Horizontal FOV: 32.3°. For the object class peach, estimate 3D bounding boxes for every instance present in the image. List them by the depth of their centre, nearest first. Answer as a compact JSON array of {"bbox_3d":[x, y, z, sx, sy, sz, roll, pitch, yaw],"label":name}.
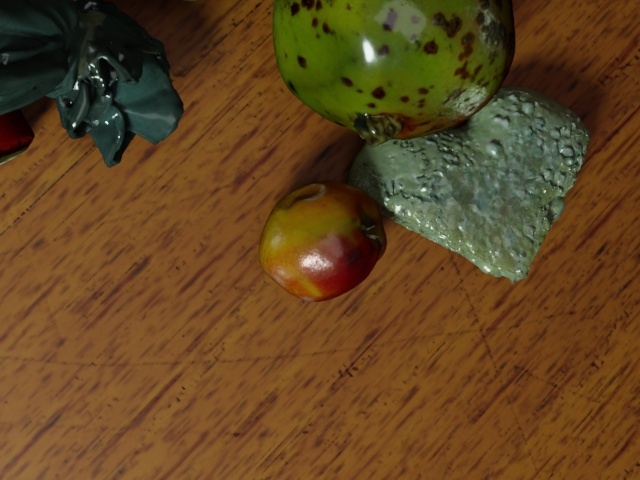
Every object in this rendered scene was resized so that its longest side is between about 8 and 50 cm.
[{"bbox_3d":[-0.001,0.000,0.924,0.101,0.101,0.100,0,89,-14],"label":"peach"}]

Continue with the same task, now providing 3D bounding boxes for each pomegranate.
[{"bbox_3d":[0.056,-0.189,0.910,0.198,0.246,0.198,-5,127,-6],"label":"pomegranate"}]

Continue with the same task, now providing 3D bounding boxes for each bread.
[{"bbox_3d":[0.142,-0.042,0.973,0.232,0.064,0.172,-16,91,-13],"label":"bread"}]

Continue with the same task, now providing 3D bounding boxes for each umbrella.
[{"bbox_3d":[-0.250,-0.145,0.773,0.094,0.349,0.143,-45,61,26],"label":"umbrella"}]

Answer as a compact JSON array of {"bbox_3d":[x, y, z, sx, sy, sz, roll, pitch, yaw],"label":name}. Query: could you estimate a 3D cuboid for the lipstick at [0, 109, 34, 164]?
[{"bbox_3d":[-0.309,-0.165,0.852,0.080,0.080,0.241,-28,97,-13],"label":"lipstick"}]
